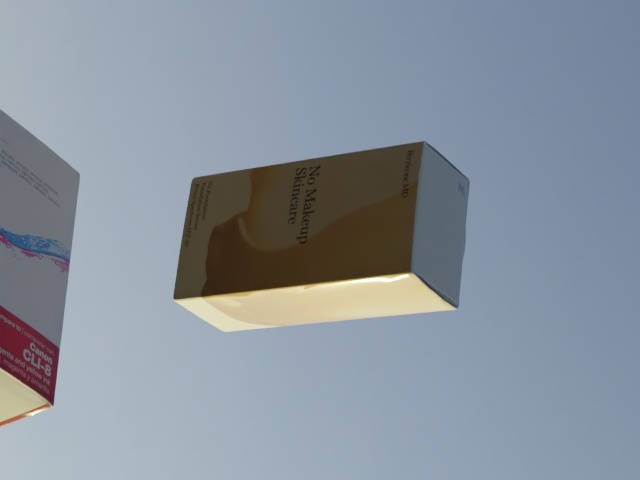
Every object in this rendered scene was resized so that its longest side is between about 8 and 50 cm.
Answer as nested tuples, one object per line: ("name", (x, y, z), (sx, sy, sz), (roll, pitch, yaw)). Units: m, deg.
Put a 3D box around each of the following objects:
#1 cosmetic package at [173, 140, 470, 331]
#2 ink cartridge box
("cosmetic package", (0.000, 0.000, 0.680), (0.115, 0.041, 0.060), (-9, -117, 31))
("ink cartridge box", (-0.234, 0.015, 0.980), (0.128, 0.127, 0.176), (-23, -133, 28))
